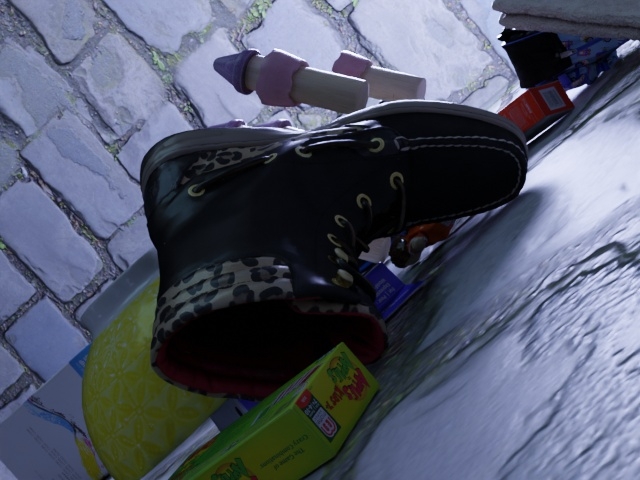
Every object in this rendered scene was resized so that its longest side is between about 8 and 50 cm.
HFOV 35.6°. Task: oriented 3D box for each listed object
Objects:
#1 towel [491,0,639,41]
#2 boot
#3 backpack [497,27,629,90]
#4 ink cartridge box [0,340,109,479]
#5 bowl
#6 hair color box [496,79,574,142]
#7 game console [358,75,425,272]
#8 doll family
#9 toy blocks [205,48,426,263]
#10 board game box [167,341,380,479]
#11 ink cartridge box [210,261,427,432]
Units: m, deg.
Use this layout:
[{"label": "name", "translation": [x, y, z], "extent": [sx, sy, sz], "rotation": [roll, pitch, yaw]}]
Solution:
[{"label": "towel", "translation": [0.355, -0.304, 1.176], "extent": [0.187, 0.049, 0.282], "rotation": [-43, 35, -16]}, {"label": "boot", "translation": [0.022, 0.000, 0.883], "extent": [0.284, 0.378, 0.138], "rotation": [-98, 7, -54]}, {"label": "backpack", "translation": [0.343, -0.271, 1.305], "extent": [0.173, 0.116, 0.158], "rotation": [-19, 16, 34]}, {"label": "ink cartridge box", "translation": [-0.427, 0.327, 1.825], "extent": [0.270, 0.197, 0.198], "rotation": [-42, 2, 2]}, {"label": "bowl", "translation": [-0.150, 0.095, 1.026], "extent": [0.289, 0.156, 0.289], "rotation": [-43, 2, 2]}, {"label": "hair color box", "translation": [0.242, -0.142, 1.255], "extent": [0.072, 0.043, 0.141], "rotation": [-20, -14, -42]}, {"label": "game console", "translation": [0.087, -0.094, 1.537], "extent": [0.250, 0.173, 0.293], "rotation": [-40, 2, 23]}, {"label": "doll family", "translation": [0.122, -0.071, 1.157], "extent": [0.163, 0.118, 0.263], "rotation": [-40, 3, 33]}, {"label": "toy blocks", "translation": [-0.051, -0.093, 1.275], "extent": [0.289, 0.260, 0.308], "rotation": [-22, -54, -66]}, {"label": "board game box", "translation": [-0.047, 0.152, 0.703], "extent": [0.181, 0.043, 0.092], "rotation": [-40, 2, 31]}, {"label": "ink cartridge box", "translation": [-0.012, 0.107, 0.992], "extent": [0.206, 0.045, 0.208], "rotation": [-42, 4, -22]}]
